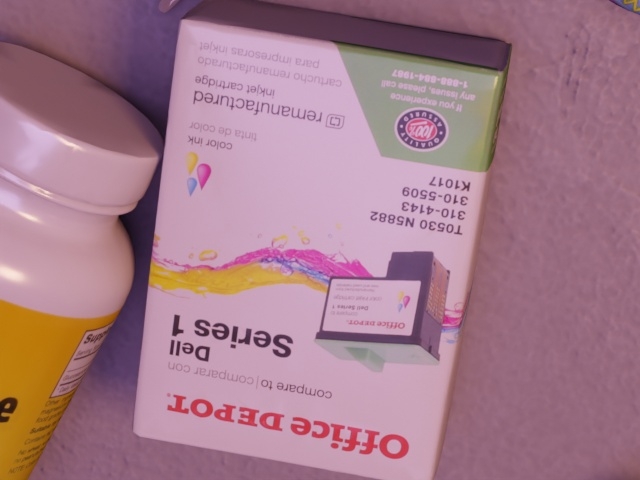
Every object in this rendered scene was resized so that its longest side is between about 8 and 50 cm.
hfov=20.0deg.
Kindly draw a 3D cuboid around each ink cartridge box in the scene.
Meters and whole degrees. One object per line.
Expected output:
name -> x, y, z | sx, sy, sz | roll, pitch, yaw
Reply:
ink cartridge box -> 0.000, 0.000, 1.162 | 0.201, 0.117, 0.278 | 10, 107, 5

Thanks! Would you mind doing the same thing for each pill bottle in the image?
pill bottle -> -0.237, 0.048, 1.171 | 0.188, 0.188, 0.334 | 29, 107, -1

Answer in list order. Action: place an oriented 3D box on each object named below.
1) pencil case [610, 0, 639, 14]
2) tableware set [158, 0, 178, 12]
pencil case -> 0.148, -0.222, 1.074 | 0.306, 0.133, 0.119 | 28, 82, -2
tableware set -> -0.084, -0.240, 1.157 | 0.141, 0.020, 0.168 | -35, 99, 15
